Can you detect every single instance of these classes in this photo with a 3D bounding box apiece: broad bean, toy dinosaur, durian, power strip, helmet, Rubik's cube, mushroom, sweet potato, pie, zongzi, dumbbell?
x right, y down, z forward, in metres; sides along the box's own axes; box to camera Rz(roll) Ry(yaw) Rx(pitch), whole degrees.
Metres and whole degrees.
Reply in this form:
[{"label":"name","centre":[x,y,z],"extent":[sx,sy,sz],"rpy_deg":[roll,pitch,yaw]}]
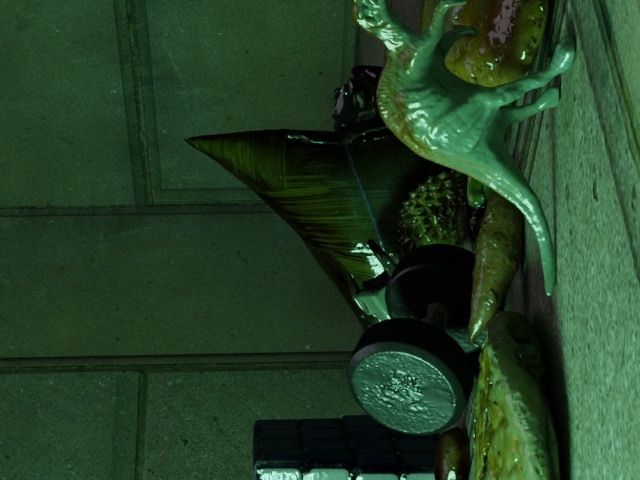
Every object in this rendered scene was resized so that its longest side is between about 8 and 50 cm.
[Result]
[{"label":"broad bean","centre":[0.210,-0.154,1.712],"extent":[0.098,0.056,0.318],"rpy_deg":[-96,7,-74]},{"label":"toy dinosaur","centre":[0.173,-0.122,1.460],"extent":[0.092,0.205,0.393],"rpy_deg":[-111,0,-64]},{"label":"durian","centre":[0.168,-0.002,2.017],"extent":[0.108,0.119,0.187],"rpy_deg":[-88,1,-54]},{"label":"power strip","centre":[0.133,0.122,2.086],"extent":[0.257,0.092,0.251],"rpy_deg":[56,175,-3]},{"label":"helmet","centre":[0.119,-0.223,2.714],"extent":[0.253,0.154,0.198],"rpy_deg":[63,140,39]},{"label":"Rubik's cube","centre":[0.046,0.509,2.482],"extent":[0.344,0.337,0.344],"rpy_deg":[-105,15,-84]},{"label":"mushroom","centre":[0.201,0.346,2.175],"extent":[0.123,0.052,0.123],"rpy_deg":[-177,90,-88]},{"label":"sweet potato","centre":[0.211,0.027,1.684],"extent":[0.068,0.060,0.206],"rpy_deg":[27,-103,-59]},{"label":"pie","centre":[0.191,-0.292,1.585],"extent":[0.273,0.069,0.273],"rpy_deg":[-172,90,-66]},{"label":"zongzi","centre":[0.000,0.000,2.322],"extent":[0.208,0.432,0.403],"rpy_deg":[-160,67,-83]},{"label":"pie","centre":[0.214,0.243,1.588],"extent":[0.339,0.077,0.339],"rpy_deg":[178,90,-87]},{"label":"dumbbell","centre":[0.134,0.122,1.760],"extent":[0.218,0.152,0.152],"rpy_deg":[-59,-24,-49]}]
